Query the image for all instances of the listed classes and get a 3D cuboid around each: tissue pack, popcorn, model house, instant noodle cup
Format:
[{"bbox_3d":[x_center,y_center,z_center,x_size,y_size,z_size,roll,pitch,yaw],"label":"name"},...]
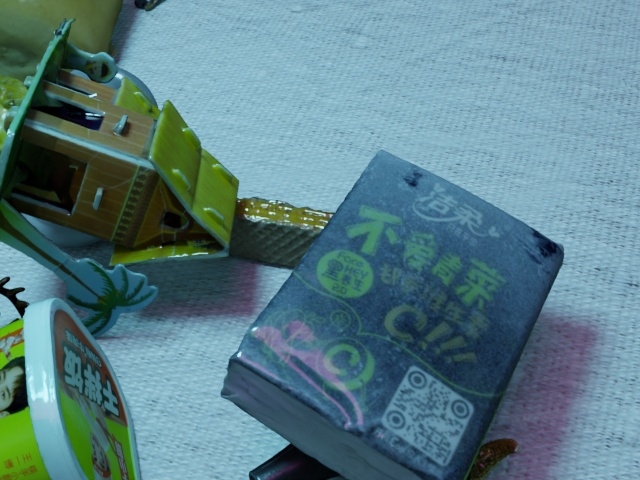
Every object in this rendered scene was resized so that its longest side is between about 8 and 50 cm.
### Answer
[{"bbox_3d":[0.102,0.095,1.063,0.288,0.124,0.394,30,53,6],"label":"tissue pack"},{"bbox_3d":[-0.573,-0.191,1.509,0.195,0.173,0.168,-33,74,-33],"label":"popcorn"},{"bbox_3d":[-0.289,-0.063,1.260,0.323,0.340,0.300,19,39,-13],"label":"model house"},{"bbox_3d":[-0.403,0.252,1.027,0.307,0.294,0.294,-20,49,-1],"label":"instant noodle cup"}]

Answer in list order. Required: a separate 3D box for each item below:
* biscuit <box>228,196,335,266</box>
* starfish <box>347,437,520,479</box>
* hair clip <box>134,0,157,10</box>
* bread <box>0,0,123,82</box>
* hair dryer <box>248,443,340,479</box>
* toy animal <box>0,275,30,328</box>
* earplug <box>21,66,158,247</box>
[{"bbox_3d":[0.000,0.000,1.299,0.378,0.094,0.054,10,44,14],"label":"biscuit"},{"bbox_3d":[0.144,0.315,1.025,0.216,0.071,0.238,37,71,26],"label":"starfish"},{"bbox_3d":[-0.290,-0.598,1.879,0.173,0.069,0.300,24,55,25],"label":"hair clip"},{"bbox_3d":[-0.559,-0.501,1.671,0.348,0.253,0.376,3,57,7],"label":"bread"},{"bbox_3d":[-0.029,0.210,1.136,0.235,0.091,0.271,-25,37,-22],"label":"hair dryer"},{"bbox_3d":[-0.572,0.082,1.243,0.260,0.243,0.087,-29,17,16],"label":"toy animal"},{"bbox_3d":[-0.372,-0.141,1.431,0.214,0.175,0.326,11,60,12],"label":"earplug"}]
